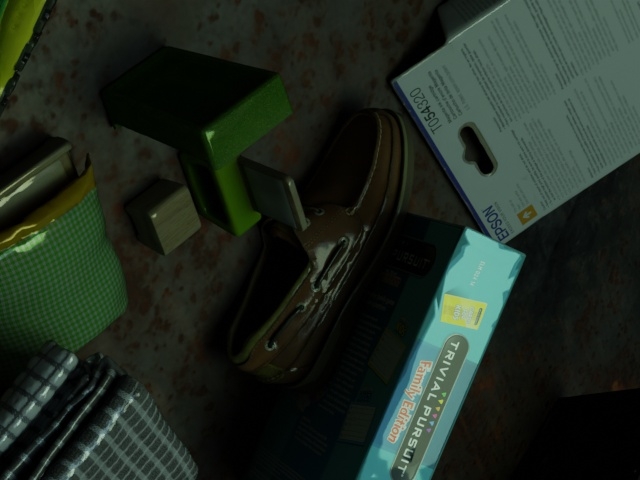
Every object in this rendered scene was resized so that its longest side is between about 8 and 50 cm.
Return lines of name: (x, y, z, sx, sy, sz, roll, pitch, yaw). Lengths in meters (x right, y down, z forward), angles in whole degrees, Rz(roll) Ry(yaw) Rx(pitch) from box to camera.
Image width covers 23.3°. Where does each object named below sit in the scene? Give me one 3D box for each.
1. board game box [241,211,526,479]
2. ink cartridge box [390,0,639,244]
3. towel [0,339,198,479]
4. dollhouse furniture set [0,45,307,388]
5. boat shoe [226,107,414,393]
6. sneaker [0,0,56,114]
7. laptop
board game box: (0.055, 0.138, 1.567, 0.079, 0.254, 0.336, 24, 88, -22)
ink cartridge box: (0.265, -0.187, 1.762, 0.330, 0.071, 0.324, -33, 135, 3)
towel: (-0.225, 0.234, 1.352, 0.235, 0.121, 0.283, -51, 161, -16)
dollhouse furniture set: (-0.162, -0.003, 1.354, 0.301, 0.151, 0.197, -40, 132, -28)
boat shoe: (0.000, 0.000, 1.562, 0.104, 0.111, 0.307, 23, 83, -34)
sneaker: (-0.308, -0.132, 1.189, 0.146, 0.134, 0.343, 25, 95, -13)
laptop: (0.337, 0.416, 1.988, 0.236, 0.408, 0.382, 38, 66, -15)
